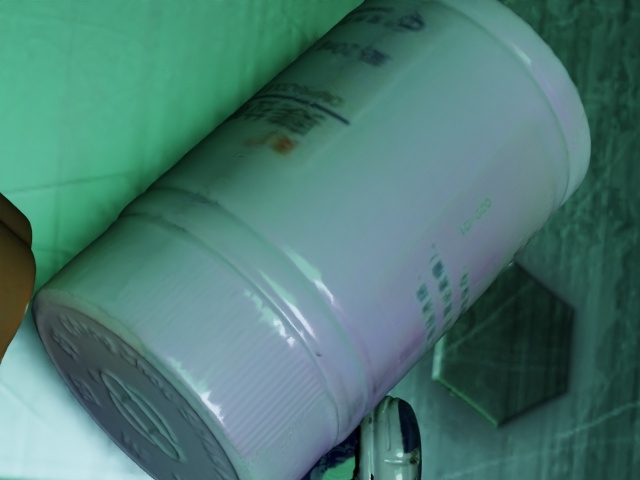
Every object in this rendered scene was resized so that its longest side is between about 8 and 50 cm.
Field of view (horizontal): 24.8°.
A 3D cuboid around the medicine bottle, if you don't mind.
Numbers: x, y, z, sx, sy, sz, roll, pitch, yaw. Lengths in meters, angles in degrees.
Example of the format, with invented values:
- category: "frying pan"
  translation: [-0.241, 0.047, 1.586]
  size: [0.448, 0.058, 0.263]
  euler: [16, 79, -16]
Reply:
- category: "medicine bottle"
  translation: [0.000, 0.000, 0.710]
  size: [0.254, 0.152, 0.152]
  euler: [-43, 100, -26]

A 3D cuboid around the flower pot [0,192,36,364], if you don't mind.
- category: "flower pot"
  translation: [-0.232, 0.013, 0.653]
  size: [0.173, 0.190, 0.190]
  euler: [30, 78, -28]

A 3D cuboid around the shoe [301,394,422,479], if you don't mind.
- category: "shoe"
  translation: [-0.010, 0.175, 0.761]
  size: [0.106, 0.091, 0.207]
  euler: [9, 89, 9]
